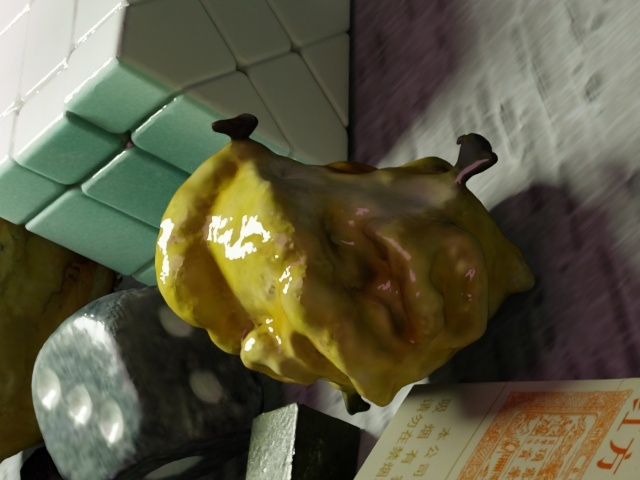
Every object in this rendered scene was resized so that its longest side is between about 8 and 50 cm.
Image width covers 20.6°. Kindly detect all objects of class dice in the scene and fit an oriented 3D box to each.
[{"bbox_3d":[-0.182,0.162,1.853,0.182,0.181,0.183,-40,66,38],"label":"dice"}]

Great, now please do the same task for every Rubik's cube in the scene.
[{"bbox_3d":[-0.179,-0.174,2.010,0.316,0.322,0.319,-36,39,39],"label":"Rubik's cube"}]

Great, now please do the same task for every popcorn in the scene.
[{"bbox_3d":[0.030,0.032,1.621,0.316,0.297,0.281,12,111,34],"label":"popcorn"}]

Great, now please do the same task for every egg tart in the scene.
[{"bbox_3d":[-0.361,0.111,2.123,0.443,0.178,0.443,16,-90,-80],"label":"egg tart"}]

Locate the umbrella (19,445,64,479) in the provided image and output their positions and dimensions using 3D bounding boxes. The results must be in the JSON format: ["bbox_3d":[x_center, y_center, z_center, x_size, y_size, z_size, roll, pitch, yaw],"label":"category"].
[{"bbox_3d":[-0.266,0.317,1.996,0.326,0.094,0.090,29,98,60],"label":"umbrella"}]

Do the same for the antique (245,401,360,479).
[{"bbox_3d":[-0.026,0.275,1.689,0.081,0.080,0.221,-25,49,47],"label":"antique"}]

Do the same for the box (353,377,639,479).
[{"bbox_3d":[0.155,0.205,1.442,0.365,0.051,0.204,-7,41,53],"label":"box"}]
